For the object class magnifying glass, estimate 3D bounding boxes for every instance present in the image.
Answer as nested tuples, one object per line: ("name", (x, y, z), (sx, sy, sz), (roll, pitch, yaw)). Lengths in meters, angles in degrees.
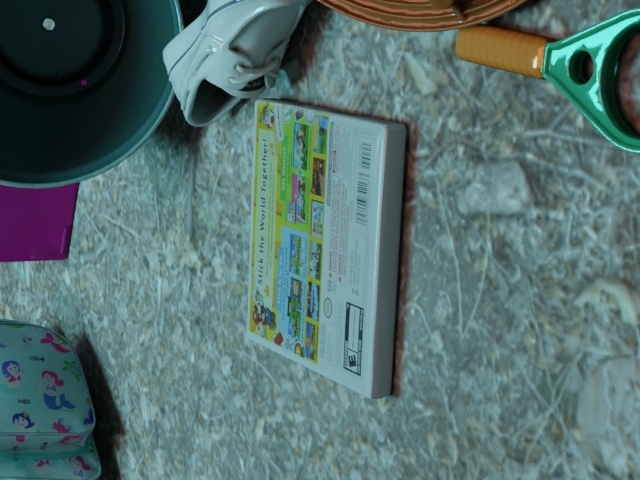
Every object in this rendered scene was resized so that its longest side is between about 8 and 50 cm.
("magnifying glass", (0.169, -0.116, 0.896), (0.231, 0.026, 0.092), (26, 115, 54))

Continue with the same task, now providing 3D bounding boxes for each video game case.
("video game case", (0.000, 0.000, 1.170), (0.206, 0.026, 0.227), (19, 110, 55))

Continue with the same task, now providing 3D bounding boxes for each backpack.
("backpack", (-0.385, 0.200, 1.609), (0.191, 0.225, 0.253), (-65, 33, 33))

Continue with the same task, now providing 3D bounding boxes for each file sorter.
("file sorter", (-0.411, -0.142, 1.633), (0.182, 0.202, 0.291), (47, 131, 49))

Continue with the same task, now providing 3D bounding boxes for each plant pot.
("plant pot", (-0.288, -0.216, 1.395), (0.196, 0.293, 0.293), (-114, 28, -75))

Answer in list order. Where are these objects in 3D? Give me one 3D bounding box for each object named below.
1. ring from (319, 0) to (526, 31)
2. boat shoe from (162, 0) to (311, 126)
("ring", (0.047, -0.302, 0.915), (0.336, 0.032, 0.337), (15, 120, 27))
("boat shoe", (-0.065, -0.169, 1.205), (0.258, 0.095, 0.084), (148, 110, -65))
